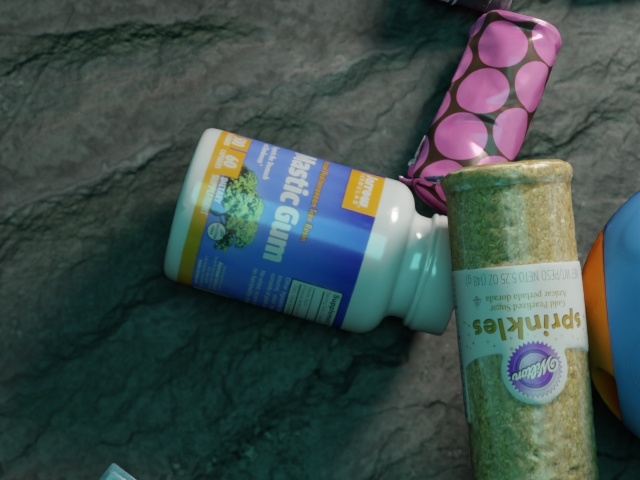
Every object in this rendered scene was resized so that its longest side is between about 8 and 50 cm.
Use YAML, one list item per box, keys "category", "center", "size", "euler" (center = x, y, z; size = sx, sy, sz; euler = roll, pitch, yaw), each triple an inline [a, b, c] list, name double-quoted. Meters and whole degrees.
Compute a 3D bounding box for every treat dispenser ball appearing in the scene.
- category: "treat dispenser ball"
  center: [0.378, 0.069, 1.624]
  size: [0.288, 0.288, 0.288]
  euler: [1, 76, -4]

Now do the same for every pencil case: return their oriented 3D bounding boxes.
- category: "pencil case"
  center: [0.160, -0.127, 1.761]
  size: [0.098, 0.095, 0.209]
  euler: [20, 73, 17]

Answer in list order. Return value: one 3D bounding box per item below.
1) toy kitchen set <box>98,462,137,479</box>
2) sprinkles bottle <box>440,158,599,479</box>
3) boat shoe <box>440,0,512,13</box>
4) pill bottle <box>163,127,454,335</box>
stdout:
- category: "toy kitchen set"
  center: [-0.159, 0.328, 1.604]
  size: [0.207, 0.122, 0.166]
  euler: [37, 76, 5]
- category: "sprinkles bottle"
  center: [0.181, 0.110, 1.581]
  size: [0.121, 0.121, 0.355]
  euler: [-5, 87, -6]
- category: "boat shoe"
  center: [0.197, -0.379, 1.813]
  size: [0.105, 0.113, 0.306]
  euler: [17, 78, -7]
- category: "pill bottle"
  center: [0.000, 0.000, 1.682]
  size: [0.272, 0.152, 0.152]
  euler: [15, 76, 0]
